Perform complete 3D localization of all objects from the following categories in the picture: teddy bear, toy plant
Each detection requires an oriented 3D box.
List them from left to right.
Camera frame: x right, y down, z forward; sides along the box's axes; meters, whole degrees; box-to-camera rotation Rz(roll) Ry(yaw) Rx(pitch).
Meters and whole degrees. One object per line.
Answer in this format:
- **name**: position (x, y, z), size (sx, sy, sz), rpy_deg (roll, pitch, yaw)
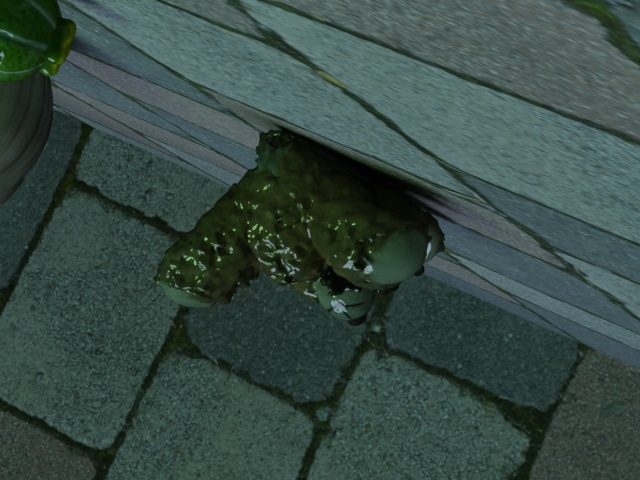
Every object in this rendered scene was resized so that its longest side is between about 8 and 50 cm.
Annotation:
- **toy plant**: position (-0.264, -0.176, 1.438), size (0.162, 0.093, 0.093), rpy_deg (23, 178, -8)
- **teddy bear**: position (0.000, 0.000, 1.790), size (0.267, 0.156, 0.256), rpy_deg (-7, 161, 19)

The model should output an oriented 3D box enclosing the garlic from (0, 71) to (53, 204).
- **garlic**: position (-0.414, -0.135, 1.852), size (0.317, 0.259, 0.317), rpy_deg (6, 157, 2)
